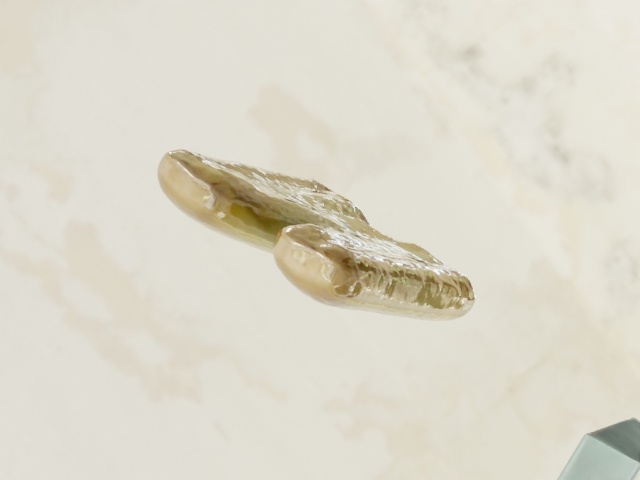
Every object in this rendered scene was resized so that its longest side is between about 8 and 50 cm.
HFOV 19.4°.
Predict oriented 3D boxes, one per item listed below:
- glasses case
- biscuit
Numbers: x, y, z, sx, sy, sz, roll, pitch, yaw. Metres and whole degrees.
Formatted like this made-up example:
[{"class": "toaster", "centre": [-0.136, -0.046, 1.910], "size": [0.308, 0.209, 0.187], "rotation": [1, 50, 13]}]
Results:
[{"class": "glasses case", "centre": [0.225, 0.290, 1.739], "size": [0.056, 0.266, 0.105], "rotation": [40, -155, 26]}, {"class": "biscuit", "centre": [0.000, 0.000, 1.722], "size": [0.237, 0.062, 0.290], "rotation": [33, -171, 25]}]
